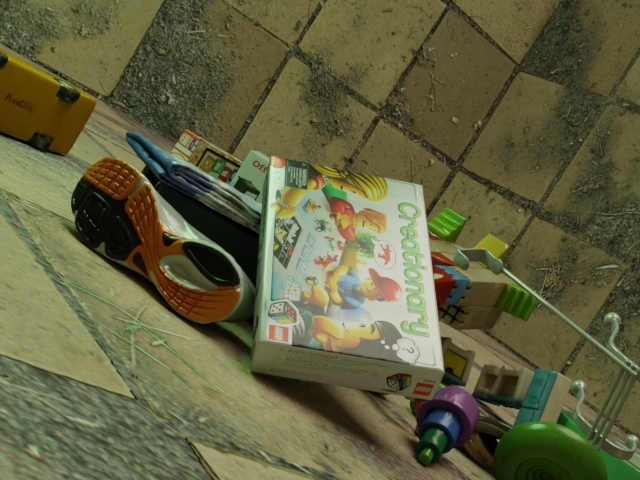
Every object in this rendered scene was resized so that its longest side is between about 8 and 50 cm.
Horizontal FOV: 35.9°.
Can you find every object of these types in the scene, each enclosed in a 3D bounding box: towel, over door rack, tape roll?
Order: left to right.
[{"bbox_3d":[-0.107,-0.052,1.272,0.285,0.034,0.209,29,4,-28],"label":"towel"},{"bbox_3d":[0.287,0.181,1.315,0.324,0.239,0.108,35,28,33],"label":"over door rack"},{"bbox_3d":[0.529,0.410,1.682,0.321,0.077,0.321,32,5,-3],"label":"tape roll"}]

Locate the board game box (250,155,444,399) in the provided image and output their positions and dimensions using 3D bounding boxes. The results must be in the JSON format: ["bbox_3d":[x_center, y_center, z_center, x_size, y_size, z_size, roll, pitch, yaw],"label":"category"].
[{"bbox_3d":[0.027,0.032,1.100,0.193,0.053,0.305,10,41,-9],"label":"board game box"}]

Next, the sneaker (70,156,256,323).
[{"bbox_3d":[-0.173,0.011,1.111,0.262,0.099,0.121,42,0,23],"label":"sneaker"}]

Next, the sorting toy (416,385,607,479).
[{"bbox_3d":[0.254,0.291,1.054,0.365,0.127,0.126,30,33,11],"label":"sorting toy"}]

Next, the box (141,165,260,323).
[{"bbox_3d":[-0.129,0.013,1.280,0.261,0.103,0.184,31,7,-18],"label":"box"}]

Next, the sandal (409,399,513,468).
[{"bbox_3d":[0.203,0.253,1.255,0.219,0.060,0.090,18,-10,31],"label":"sandal"}]

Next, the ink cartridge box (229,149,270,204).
[{"bbox_3d":[-0.103,-0.044,1.617,0.127,0.175,0.072,32,4,1],"label":"ink cartridge box"}]

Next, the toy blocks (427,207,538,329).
[{"bbox_3d":[0.155,0.037,1.716,0.381,0.191,0.261,35,16,31],"label":"toy blocks"}]

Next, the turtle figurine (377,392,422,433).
[{"bbox_3d":[0.076,0.109,1.262,0.087,0.217,0.269,-5,21,-5],"label":"turtle figurine"}]

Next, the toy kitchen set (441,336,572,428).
[{"bbox_3d":[0.288,0.255,1.701,0.166,0.122,0.207,30,-16,-21],"label":"toy kitchen set"}]

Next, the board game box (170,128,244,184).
[{"bbox_3d":[-0.189,-0.083,1.648,0.045,0.147,0.193,35,4,37],"label":"board game box"}]

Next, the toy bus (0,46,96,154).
[{"bbox_3d":[-0.468,-0.224,1.471,0.130,0.108,0.333,33,4,21],"label":"toy bus"}]
